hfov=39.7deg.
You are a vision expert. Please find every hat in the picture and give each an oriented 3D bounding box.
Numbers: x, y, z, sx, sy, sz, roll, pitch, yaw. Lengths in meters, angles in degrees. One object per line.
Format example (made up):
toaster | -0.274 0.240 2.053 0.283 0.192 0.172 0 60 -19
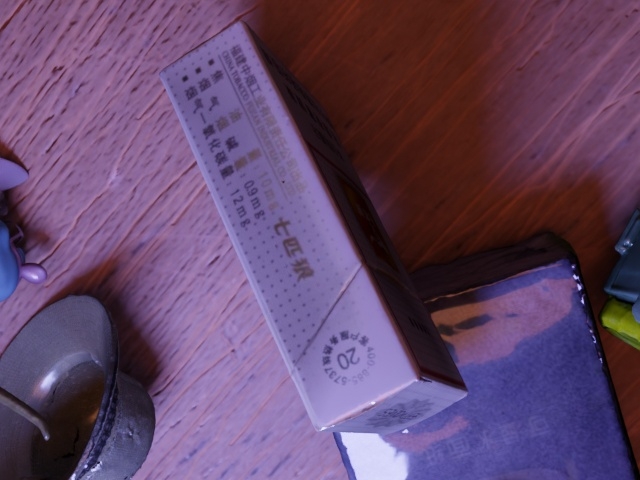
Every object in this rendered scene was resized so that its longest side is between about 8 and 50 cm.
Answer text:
hat | -0.250 0.196 0.940 0.257 0.257 0.130 -45 129 14

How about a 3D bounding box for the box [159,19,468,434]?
box | 0.000 0.000 0.765 0.095 0.210 0.330 -29 70 11

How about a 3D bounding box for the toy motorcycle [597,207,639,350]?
toy motorcycle | 0.444 0.070 0.817 0.326 0.200 0.191 30 86 -9

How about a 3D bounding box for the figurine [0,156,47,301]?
figurine | -0.417 -0.031 0.917 0.205 0.103 0.260 -27 103 11

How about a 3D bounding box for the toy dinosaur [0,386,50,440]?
toy dinosaur | -0.389 0.109 0.905 0.251 0.072 0.200 -10 123 39

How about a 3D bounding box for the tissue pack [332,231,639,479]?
tissue pack | 0.172 0.218 0.928 0.288 0.124 0.394 -17 103 10
